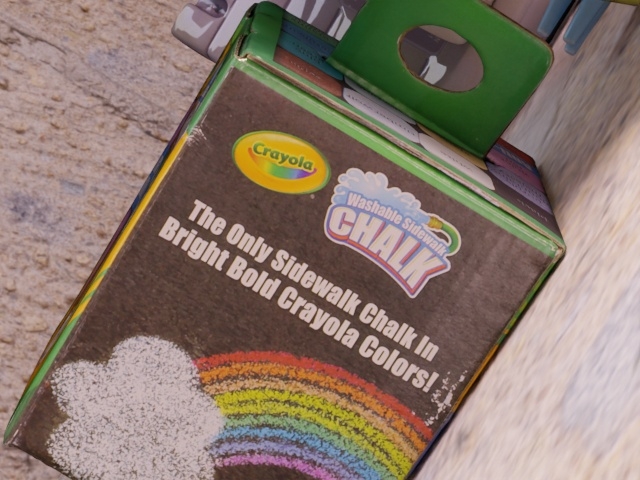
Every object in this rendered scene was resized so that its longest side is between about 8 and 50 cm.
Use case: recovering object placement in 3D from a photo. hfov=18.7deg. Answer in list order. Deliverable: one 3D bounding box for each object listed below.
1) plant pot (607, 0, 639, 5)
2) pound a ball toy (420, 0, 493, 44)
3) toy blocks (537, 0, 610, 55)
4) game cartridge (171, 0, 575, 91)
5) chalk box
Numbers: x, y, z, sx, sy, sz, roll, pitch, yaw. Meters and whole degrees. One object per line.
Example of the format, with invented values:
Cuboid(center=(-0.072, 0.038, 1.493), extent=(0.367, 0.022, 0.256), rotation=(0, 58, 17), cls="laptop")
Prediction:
Cuboid(center=(0.054, -0.238, 0.866), extent=(0.274, 0.293, 0.275), rotation=(-59, 1, 1), cls="plant pot")
Cuboid(center=(0.117, -0.270, 1.099), extent=(0.136, 0.208, 0.319), rotation=(14, -73, -60), cls="pound a ball toy")
Cuboid(center=(0.136, -0.183, 1.003), extent=(0.148, 0.123, 0.054), rotation=(-60, 26, -7), cls="toy blocks")
Cuboid(center=(0.082, -0.228, 1.229), extent=(0.355, 0.230, 0.068), rotation=(-59, -25, 4), cls="game cartridge")
Cuboid(center=(0.000, 0.000, 0.962), extent=(0.289, 0.180, 0.179), rotation=(-57, 7, 13), cls="chalk box")
